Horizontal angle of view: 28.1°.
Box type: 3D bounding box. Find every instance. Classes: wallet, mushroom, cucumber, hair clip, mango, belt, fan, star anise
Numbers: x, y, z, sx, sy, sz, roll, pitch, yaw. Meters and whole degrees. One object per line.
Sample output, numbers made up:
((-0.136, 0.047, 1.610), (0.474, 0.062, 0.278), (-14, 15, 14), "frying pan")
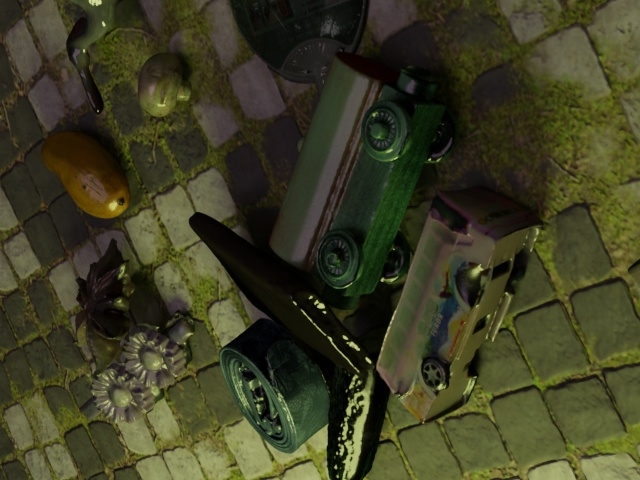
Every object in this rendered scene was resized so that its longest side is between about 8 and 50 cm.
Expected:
((-0.050, 0.061, 1.530), (0.165, 0.042, 0.309), (49, 170, -30), "wallet")
((-0.202, -0.200, 1.653), (0.083, 0.067, 0.084), (-173, 90, -72), "mushroom")
((0.045, 0.216, 1.584), (0.074, 0.074, 0.241), (30, 127, 33), "cucumber")
((-0.266, 0.193, 1.886), (0.106, 0.084, 0.292), (44, 130, -2), "hair clip")
((-0.334, -0.099, 1.821), (0.190, 0.075, 0.098), (40, 125, 34), "mango")
((-0.055, 0.182, 1.630), (0.141, 0.082, 0.190), (29, 147, 38), "belt")
((-0.036, -0.249, 1.507), (0.223, 0.012, 0.294), (25, 122, 35), "fan")
((-0.310, 0.105, 1.846), (0.195, 0.065, 0.182), (-43, 43, 42), "star anise")

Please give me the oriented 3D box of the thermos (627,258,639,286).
((0.394, 0.063, 1.167), (0.137, 0.105, 0.193), (-38, 82, 14), "thermos")

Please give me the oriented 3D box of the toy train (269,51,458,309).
((0.036, -0.071, 1.419), (0.177, 0.116, 0.286), (35, 116, 35), "toy train")

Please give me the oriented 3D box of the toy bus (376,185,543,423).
((0.147, 0.070, 1.411), (0.112, 0.090, 0.274), (42, 131, 32), "toy bus")

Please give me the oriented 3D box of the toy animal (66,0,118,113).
((-0.293, -0.343, 1.657), (0.195, 0.090, 0.324), (54, 132, 21), "toy animal")

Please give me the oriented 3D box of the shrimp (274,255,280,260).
((0.000, 0.000, 1.545), (0.165, 0.056, 0.065), (-32, 93, 44), "shrimp")
